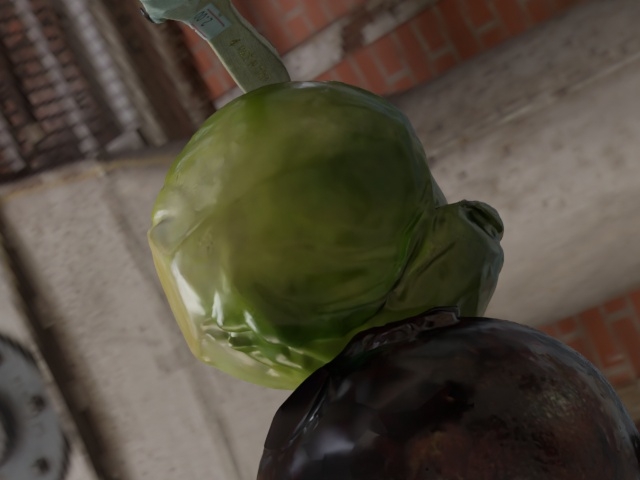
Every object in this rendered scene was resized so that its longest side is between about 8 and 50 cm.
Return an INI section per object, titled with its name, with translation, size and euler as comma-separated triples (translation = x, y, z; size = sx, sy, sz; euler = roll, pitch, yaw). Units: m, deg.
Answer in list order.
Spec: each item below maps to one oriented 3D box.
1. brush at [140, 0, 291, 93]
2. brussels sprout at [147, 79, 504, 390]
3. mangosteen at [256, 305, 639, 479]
[brush]
translation = -0.082, -0.177, 1.414
size = 0.020, 0.085, 0.336
euler = 60, -174, 21
[brussels sprout]
translation = 0.001, 0.001, 1.441
size = 0.294, 0.227, 0.259
euler = -16, -109, -21
[mangosteen]
translation = 0.097, 0.202, 1.264
size = 0.311, 0.311, 0.311
euler = 15, -116, -33
